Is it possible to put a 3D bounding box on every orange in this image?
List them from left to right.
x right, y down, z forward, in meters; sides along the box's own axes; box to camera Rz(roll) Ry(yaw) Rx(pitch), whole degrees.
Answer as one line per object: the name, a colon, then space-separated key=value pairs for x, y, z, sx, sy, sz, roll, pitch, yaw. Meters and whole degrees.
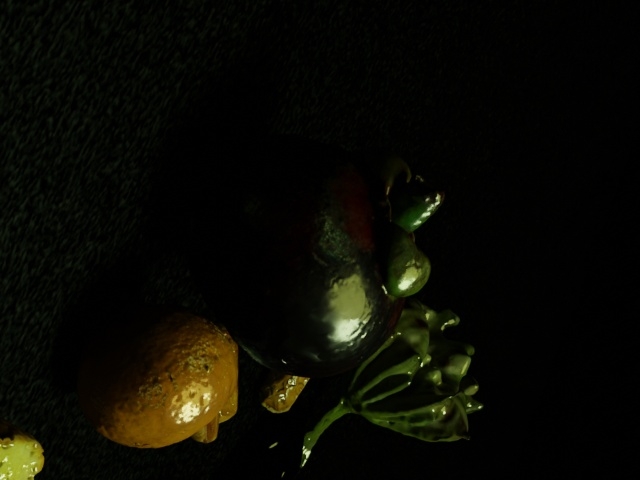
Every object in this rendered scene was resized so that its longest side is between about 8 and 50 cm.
orange: x=-0.141 y=0.111 z=1.332 sx=0.135 sy=0.117 sz=0.135 roll=-36 pitch=-161 yaw=15

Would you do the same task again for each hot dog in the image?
hot dog: x=-0.111 y=0.143 z=1.590 sx=0.071 sy=0.045 sz=0.165 roll=-49 pitch=159 yaw=-30

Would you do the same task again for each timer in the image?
timer: x=-0.077 y=0.293 z=1.900 sx=0.187 sy=0.055 sz=0.144 roll=-48 pitch=159 yaw=-35

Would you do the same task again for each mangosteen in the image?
mangosteen: x=-0.010 y=0.001 z=1.378 sx=0.216 sy=0.216 sz=0.216 roll=-52 pitch=161 yaw=-27

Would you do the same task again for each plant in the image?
plant: x=0.033 y=0.190 z=2.006 sx=0.333 sy=0.251 sz=0.180 roll=-27 pitch=144 yaw=10

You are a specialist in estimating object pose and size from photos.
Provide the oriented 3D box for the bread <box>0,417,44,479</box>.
bread: x=-0.272 y=0.173 z=1.153 sx=0.103 sy=0.065 sz=0.187 roll=-62 pitch=164 yaw=5

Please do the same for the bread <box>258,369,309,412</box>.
bread: x=-0.020 y=0.126 z=1.824 sx=0.157 sy=0.044 sz=0.052 roll=-59 pitch=160 yaw=-8
